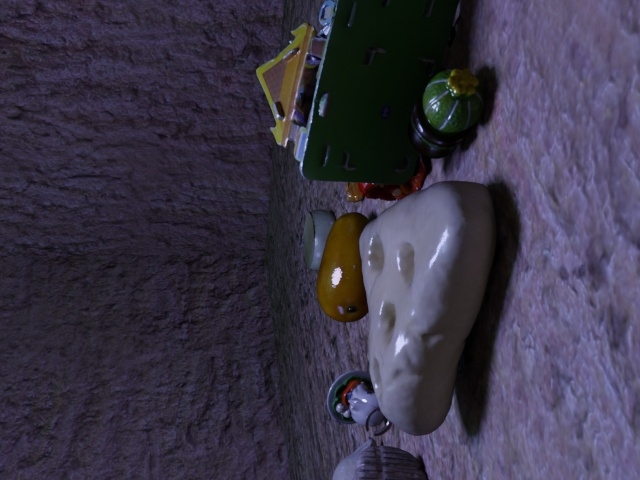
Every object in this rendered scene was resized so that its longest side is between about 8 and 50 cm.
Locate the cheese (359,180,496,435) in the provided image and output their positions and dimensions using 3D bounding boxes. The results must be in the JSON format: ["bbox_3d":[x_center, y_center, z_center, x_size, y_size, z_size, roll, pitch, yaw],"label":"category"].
[{"bbox_3d":[0.162,0.086,1.063,0.328,0.130,0.351,126,143,-61],"label":"cheese"}]

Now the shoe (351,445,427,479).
[{"bbox_3d":[0.111,0.558,1.295,0.351,0.172,0.198,-83,12,-46],"label":"shoe"}]

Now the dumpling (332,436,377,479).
[{"bbox_3d":[0.096,0.543,1.572,0.216,0.126,0.166,-121,16,-66],"label":"dumpling"}]

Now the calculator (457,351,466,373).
[{"bbox_3d":[0.208,0.125,1.163,0.057,0.018,0.172,128,140,-72],"label":"calculator"}]

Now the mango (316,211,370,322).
[{"bbox_3d":[0.066,0.057,1.658,0.175,0.139,0.254,162,114,-73],"label":"mango"}]

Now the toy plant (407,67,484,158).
[{"bbox_3d":[0.184,-0.189,1.076,0.162,0.093,0.092,113,155,-68],"label":"toy plant"}]

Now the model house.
[{"bbox_3d":[0.015,-0.303,1.200,0.313,0.242,0.357,32,117,45],"label":"model house"}]

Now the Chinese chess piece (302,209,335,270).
[{"bbox_3d":[0.000,0.000,2.224,0.188,0.083,0.188,-179,90,-78],"label":"Chinese chess piece"}]

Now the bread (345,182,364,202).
[{"bbox_3d":[0.084,-0.148,1.813,0.083,0.044,0.110,-105,15,-61],"label":"bread"}]

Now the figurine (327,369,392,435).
[{"bbox_3d":[0.099,0.367,1.600,0.154,0.132,0.132,-157,66,-64],"label":"figurine"}]

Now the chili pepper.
[{"bbox_3d":[0.109,-0.247,1.383,0.134,0.131,0.338,102,164,-66],"label":"chili pepper"}]
